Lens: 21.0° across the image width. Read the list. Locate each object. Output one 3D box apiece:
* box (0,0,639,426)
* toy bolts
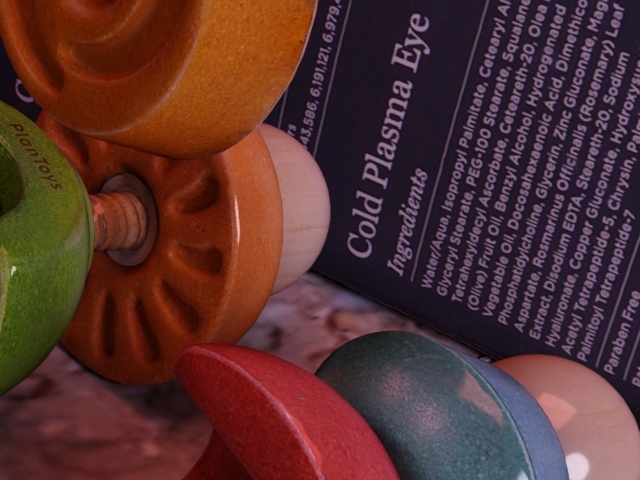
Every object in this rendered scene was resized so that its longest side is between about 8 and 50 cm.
[{"bbox_3d":[0.092,-0.114,0.719,0.312,0.179,0.343,24,29,20],"label":"box"},{"bbox_3d":[0.000,0.000,0.469,0.158,0.218,0.228,-7,51,-44],"label":"toy bolts"}]
